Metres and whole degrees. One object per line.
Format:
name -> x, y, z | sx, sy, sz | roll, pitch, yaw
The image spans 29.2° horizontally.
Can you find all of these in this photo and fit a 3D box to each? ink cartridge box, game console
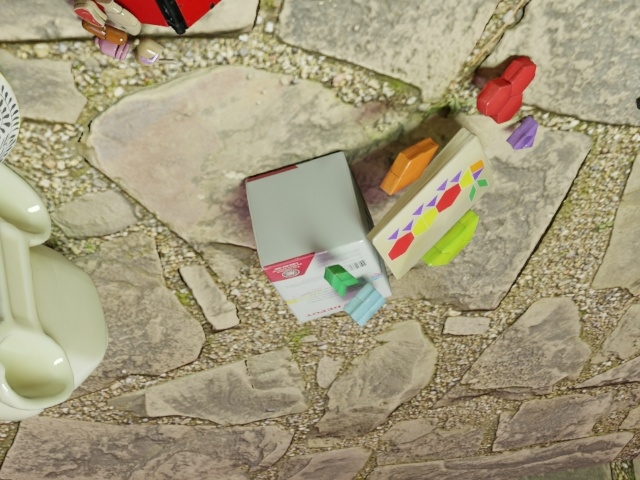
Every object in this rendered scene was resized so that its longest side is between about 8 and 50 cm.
ink cartridge box -> 0.000, 0.000, 1.501 | 0.128, 0.127, 0.176 | -16, 152, 6
game console -> -0.151, -0.257, 1.084 | 0.124, 0.085, 0.144 | -42, 154, -9

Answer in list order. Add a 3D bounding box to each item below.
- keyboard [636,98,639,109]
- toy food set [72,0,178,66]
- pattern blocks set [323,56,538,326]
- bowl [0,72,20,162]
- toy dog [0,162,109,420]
keyboard -> 0.471, -0.191, 1.433 | 0.100, 0.038, 0.192 | 9, 147, -35
toy food set -> -0.191, -0.191, 1.154 | 0.078, 0.019, 0.122 | 11, 164, 34
pattern blocks set -> 0.131, -0.045, 1.418 | 0.325, 0.026, 0.285 | -42, 153, -11
bowl -> -0.373, -0.098, 1.161 | 0.170, 0.080, 0.170 | -4, 131, -5
toy dog -> -0.481, 0.104, 1.407 | 0.407, 0.285, 0.395 | -17, 170, 12
